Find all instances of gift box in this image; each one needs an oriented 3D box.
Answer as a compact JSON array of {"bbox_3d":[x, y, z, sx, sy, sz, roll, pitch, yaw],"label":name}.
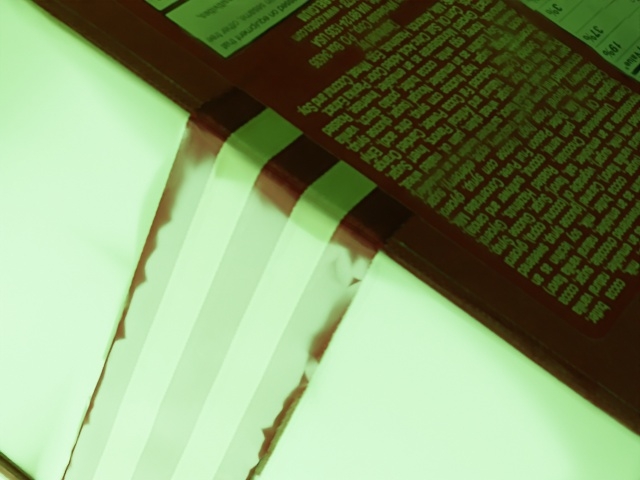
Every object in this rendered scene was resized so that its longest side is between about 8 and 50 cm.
[{"bbox_3d":[0.000,0.000,0.521,0.276,0.255,0.258,38,135,15],"label":"gift box"}]
